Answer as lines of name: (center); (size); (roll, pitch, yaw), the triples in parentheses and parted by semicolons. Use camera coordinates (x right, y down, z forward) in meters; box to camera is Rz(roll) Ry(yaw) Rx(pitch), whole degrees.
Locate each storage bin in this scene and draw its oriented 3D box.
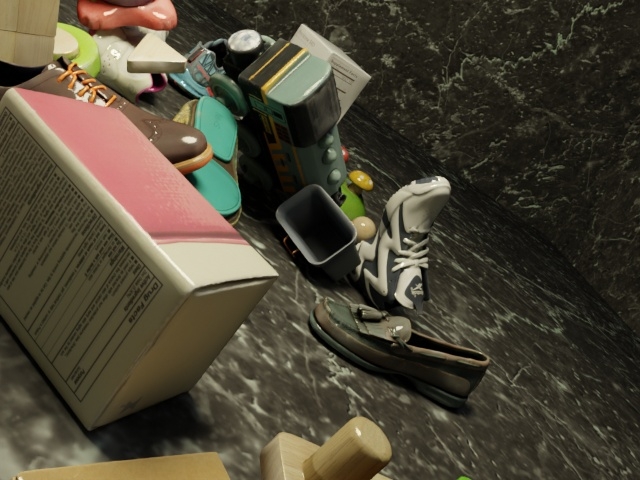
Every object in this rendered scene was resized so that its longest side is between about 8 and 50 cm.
storage bin: (0.000, 0.000, 0.987); (0.135, 0.098, 0.091); (51, -5, 36)

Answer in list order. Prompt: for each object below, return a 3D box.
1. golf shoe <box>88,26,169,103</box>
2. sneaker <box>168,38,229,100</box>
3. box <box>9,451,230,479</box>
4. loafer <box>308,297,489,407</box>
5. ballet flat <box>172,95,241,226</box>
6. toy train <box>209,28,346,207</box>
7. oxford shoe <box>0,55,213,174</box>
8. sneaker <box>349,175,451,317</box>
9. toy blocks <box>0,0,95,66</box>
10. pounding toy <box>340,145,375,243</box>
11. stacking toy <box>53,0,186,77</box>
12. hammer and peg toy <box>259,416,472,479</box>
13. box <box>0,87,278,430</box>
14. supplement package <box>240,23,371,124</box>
golf shoe: (-0.321, -0.321, 1.134); (0.140, 0.115, 0.306); (42, 25, -13)
sneaker: (-0.213, -0.365, 1.377); (0.104, 0.125, 0.262); (39, 19, 4)
box: (-0.087, 0.223, 0.392); (0.164, 0.021, 0.201); (15, 29, -49)
loafer: (0.111, 0.133, 0.862); (0.267, 0.084, 0.096); (30, 20, -22)
ballet flat: (-0.165, -0.077, 0.815); (0.123, 0.123, 0.349); (30, 23, -21)
toy train: (-0.051, -0.171, 1.010); (0.190, 0.142, 0.334); (33, -24, 28)
oxford shoe: (-0.243, -0.127, 0.652); (0.271, 0.099, 0.097); (10, 34, 0)
sneaker: (0.138, 0.028, 0.963); (0.094, 0.235, 0.153); (7, 47, -42)
toy blocks: (-0.411, -0.368, 0.744); (0.260, 0.382, 0.190); (27, 23, 31)
pounding toy: (0.041, -0.109, 1.264); (0.182, 0.110, 0.237); (31, 19, -18)
stacking toy: (-0.345, -0.356, 0.919); (0.308, 0.130, 0.280); (-15, 54, -27)
hammer and peg toy: (0.119, 0.287, 0.410); (0.361, 0.127, 0.266); (34, 20, -27)
box: (-0.177, 0.008, 0.532); (0.232, 0.149, 0.126); (45, 19, 17)
supplement package: (-0.036, -0.308, 1.380); (0.133, 0.244, 0.139); (17, 27, -47)
